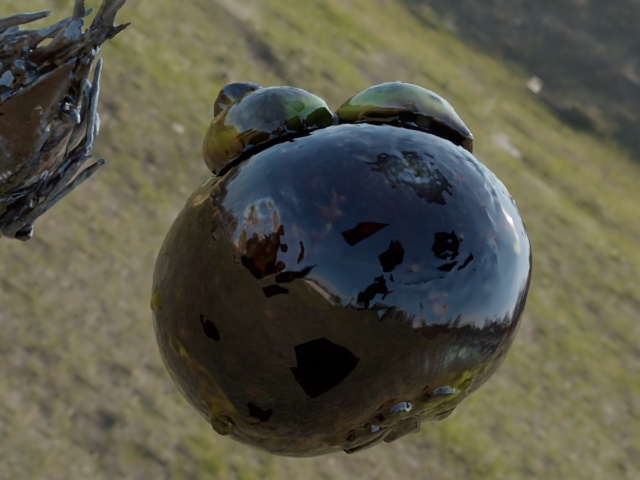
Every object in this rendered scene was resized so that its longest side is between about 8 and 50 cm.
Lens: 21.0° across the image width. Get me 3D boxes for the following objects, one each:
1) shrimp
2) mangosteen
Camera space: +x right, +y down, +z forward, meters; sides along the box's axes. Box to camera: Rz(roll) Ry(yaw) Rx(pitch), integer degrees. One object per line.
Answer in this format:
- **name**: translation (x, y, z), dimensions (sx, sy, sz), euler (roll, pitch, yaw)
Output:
- **shrimp**: translation (-0.101, -0.032, 0.539), dimensions (0.056, 0.165, 0.065), euler (43, 31, -15)
- **mangosteen**: translation (0.000, 0.000, 0.873), dimensions (0.192, 0.192, 0.217), euler (20, 41, -59)
